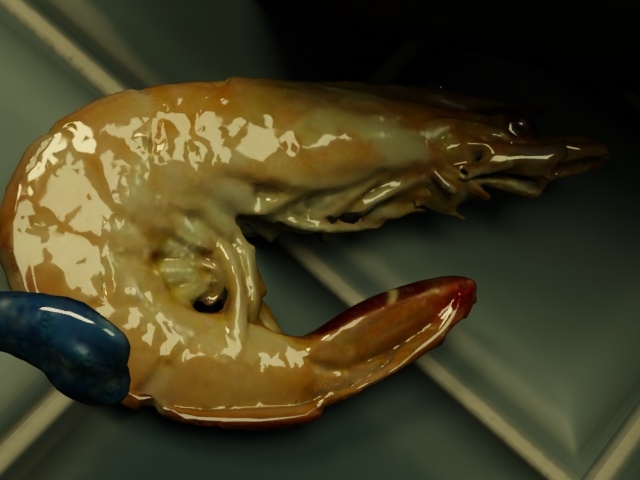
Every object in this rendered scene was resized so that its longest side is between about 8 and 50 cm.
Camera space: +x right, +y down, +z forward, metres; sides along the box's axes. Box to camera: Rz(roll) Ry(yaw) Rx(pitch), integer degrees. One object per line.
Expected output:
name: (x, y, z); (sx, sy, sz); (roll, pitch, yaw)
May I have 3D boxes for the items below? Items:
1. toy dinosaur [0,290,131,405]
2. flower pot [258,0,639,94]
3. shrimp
toy dinosaur: (-0.181, 0.029, 0.508); (0.248, 0.188, 0.075); (21, 58, -4)
flower pot: (0.080, -0.196, 0.675); (0.251, 0.379, 0.379); (-5, 64, 1)
shrimp: (0.001, -0.002, 0.669); (0.236, 0.053, 0.133); (-7, 64, -20)
